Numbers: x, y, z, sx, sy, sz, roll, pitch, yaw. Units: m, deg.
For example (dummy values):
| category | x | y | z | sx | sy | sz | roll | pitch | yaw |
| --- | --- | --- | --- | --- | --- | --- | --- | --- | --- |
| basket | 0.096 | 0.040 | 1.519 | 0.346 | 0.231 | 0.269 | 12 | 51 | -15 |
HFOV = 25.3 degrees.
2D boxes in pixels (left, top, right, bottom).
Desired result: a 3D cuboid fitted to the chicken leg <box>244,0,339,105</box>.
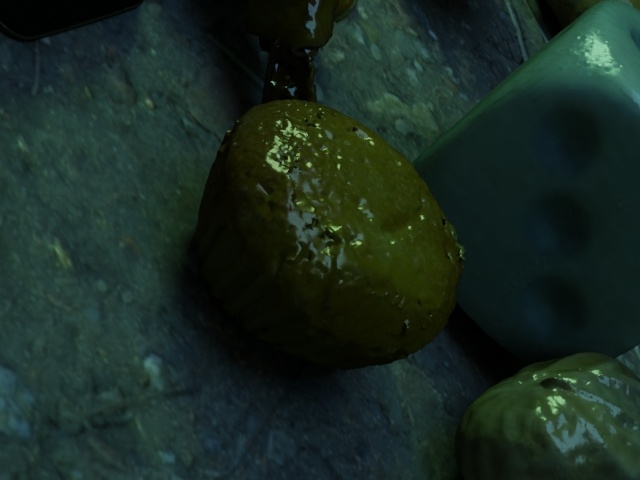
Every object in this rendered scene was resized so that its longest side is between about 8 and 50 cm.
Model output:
| category | x | y | z | sx | sy | sz | roll | pitch | yaw |
| --- | --- | --- | --- | --- | --- | --- | --- | --- | --- |
| chicken leg | -0.065 | -0.283 | 1.271 | 0.295 | 0.182 | 0.409 | 4 | 84 | -12 |

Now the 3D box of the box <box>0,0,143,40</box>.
| category | x | y | z | sx | sy | sz | roll | pitch | yaw |
| --- | --- | --- | --- | --- | --- | --- | --- | --- | --- |
| box | -0.199 | -0.253 | 1.132 | 0.144 | 0.090 | 0.201 | 58 | 32 | 0 |

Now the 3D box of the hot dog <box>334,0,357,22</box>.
| category | x | y | z | sx | sy | sz | roll | pitch | yaw |
| --- | --- | --- | --- | --- | --- | --- | --- | --- | --- |
| hot dog | -0.024 | -0.303 | 1.401 | 0.104 | 0.076 | 0.250 | -9 | 71 | -9 |

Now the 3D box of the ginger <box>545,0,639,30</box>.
| category | x | y | z | sx | sy | sz | roll | pitch | yaw |
| --- | --- | --- | --- | --- | --- | --- | --- | --- | --- |
| ginger | 0.351 | -0.377 | 1.932 | 0.190 | 0.126 | 0.354 | 10 | 51 | -36 |

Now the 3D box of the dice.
| category | x | y | z | sx | sy | sz | roll | pitch | yaw |
| --- | --- | --- | --- | --- | --- | --- | --- | --- | --- |
| dice | 0.257 | -0.052 | 1.369 | 0.262 | 0.268 | 0.265 | 50 | 29 | -2 |

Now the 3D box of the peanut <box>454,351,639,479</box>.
| category | x | y | z | sx | sy | sz | roll | pitch | yaw |
| --- | --- | --- | --- | --- | --- | --- | --- | --- | --- |
| peanut | 0.249 | 0.201 | 1.276 | 0.340 | 0.158 | 0.174 | 31 | 45 | -43 |

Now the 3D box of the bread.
| category | x | y | z | sx | sy | sz | roll | pitch | yaw |
| --- | --- | --- | --- | --- | --- | --- | --- | --- | --- |
| bread | 0.001 | -0.003 | 1.131 | 0.240 | 0.139 | 0.240 | 33 | 39 | -32 |
